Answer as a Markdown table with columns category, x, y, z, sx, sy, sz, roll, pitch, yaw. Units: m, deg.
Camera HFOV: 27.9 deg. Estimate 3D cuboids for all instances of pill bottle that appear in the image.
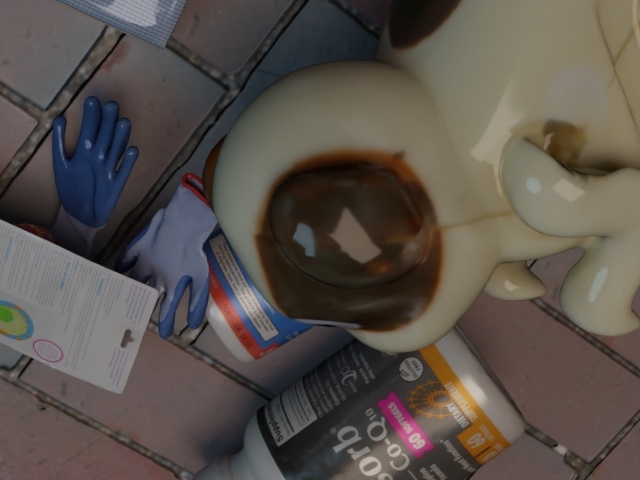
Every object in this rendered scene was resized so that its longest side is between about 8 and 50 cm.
| category | x | y | z | sx | sy | sz | roll | pitch | yaw |
| --- | --- | --- | --- | --- | --- | --- | --- | --- | --- |
| pill bottle | 0.000 | 0.000 | 1.094 | 0.221 | 0.124 | 0.124 | -30 | 117 | 3 |
| pill bottle | 0.032 | 0.186 | 1.166 | 0.278 | 0.162 | 0.162 | -37 | 117 | 5 |

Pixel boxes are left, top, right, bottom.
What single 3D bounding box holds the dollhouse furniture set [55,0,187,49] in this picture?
| category | x | y | z | sx | sy | sz | roll | pitch | yaw |
| --- | --- | --- | --- | --- | --- | --- | --- | --- | --- |
| dollhouse furniture set | -0.099 | -0.238 | 0.921 | 0.286 | 0.198 | 0.303 | 25 | 107 | -22 |

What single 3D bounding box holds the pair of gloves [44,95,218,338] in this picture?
| category | x | y | z | sx | sy | sz | roll | pitch | yaw |
| --- | --- | --- | --- | --- | --- | --- | --- | --- | --- |
| pair of gloves | -0.154 | -0.020 | 1.044 | 0.023 | 0.198 | 0.159 | -26 | 150 | -50 |

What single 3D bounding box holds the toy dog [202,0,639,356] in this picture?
| category | x | y | z | sx | sy | sz | roll | pitch | yaw |
| --- | --- | --- | --- | --- | --- | --- | --- | --- | --- |
| toy dog | 0.115 | -0.094 | 0.895 | 0.408 | 0.284 | 0.395 | -42 | 125 | -8 |

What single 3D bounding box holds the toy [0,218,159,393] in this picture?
| category | x | y | z | sx | sy | sz | roll | pitch | yaw |
| --- | --- | --- | --- | --- | --- | --- | --- | --- | --- |
| toy | -0.250 | 0.024 | 1.060 | 0.237 | 0.056 | 0.137 | 22 | 133 | -4 |
